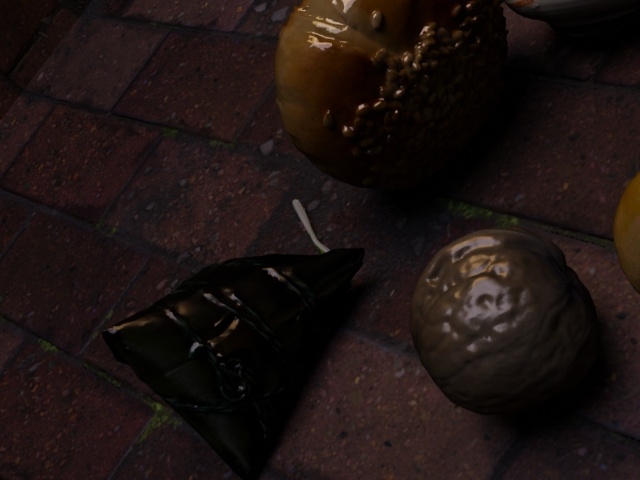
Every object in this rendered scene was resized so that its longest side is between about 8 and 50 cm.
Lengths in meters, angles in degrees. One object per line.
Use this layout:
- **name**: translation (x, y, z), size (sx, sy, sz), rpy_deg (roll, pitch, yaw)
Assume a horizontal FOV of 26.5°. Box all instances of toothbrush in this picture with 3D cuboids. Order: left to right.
- **toothbrush**: translation (0.000, 0.000, 2.235), size (0.026, 0.022, 0.263), rpy_deg (-31, 37, 1)

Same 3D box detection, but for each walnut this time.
- **walnut**: translation (0.230, 0.108, 1.727), size (0.248, 0.248, 0.248), rpy_deg (-27, 40, 25)

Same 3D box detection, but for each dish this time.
- **dish**: translation (0.416, -0.367, 2.081), size (0.273, 0.133, 0.273), rpy_deg (-12, 18, 4)

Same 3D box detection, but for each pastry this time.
- **pastry**: translation (0.120, -0.264, 2.066), size (0.409, 0.409, 0.245), rpy_deg (-50, 51, -4)

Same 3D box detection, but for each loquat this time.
- **loquat**: translation (0.456, -0.007, 1.630), size (0.213, 0.213, 0.213), rpy_deg (-27, 40, 25)

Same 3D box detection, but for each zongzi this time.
- **zongzi**: translation (-0.158, 0.139, 2.119), size (0.383, 0.319, 0.362), rpy_deg (-46, 22, -30)
